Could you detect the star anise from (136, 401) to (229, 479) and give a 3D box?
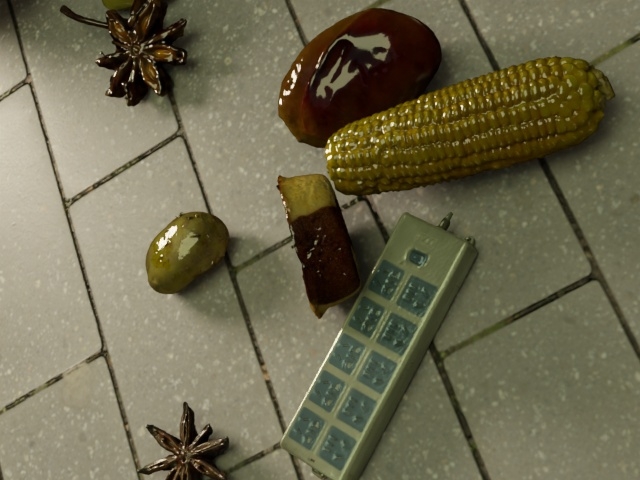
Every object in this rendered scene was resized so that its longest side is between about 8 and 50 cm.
[{"bbox_3d":[-0.174,0.285,1.633,0.141,0.042,0.141,-8,71,23],"label":"star anise"}]

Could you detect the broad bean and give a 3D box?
[{"bbox_3d":[0.050,-0.210,1.634,0.228,0.122,0.156,-35,86,21],"label":"broad bean"}]

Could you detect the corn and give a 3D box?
[{"bbox_3d":[0.177,-0.133,1.528,0.363,0.120,0.120,-17,66,19],"label":"corn"}]

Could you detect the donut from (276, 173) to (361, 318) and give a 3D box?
[{"bbox_3d":[0.000,0.000,1.572,0.073,0.166,0.184,-18,54,4],"label":"donut"}]

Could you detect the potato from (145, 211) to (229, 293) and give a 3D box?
[{"bbox_3d":[-0.187,0.016,1.715,0.138,0.070,0.092,-37,59,13],"label":"potato"}]

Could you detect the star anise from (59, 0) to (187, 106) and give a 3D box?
[{"bbox_3d":[-0.280,-0.309,1.868,0.177,0.073,0.234,-37,76,22],"label":"star anise"}]

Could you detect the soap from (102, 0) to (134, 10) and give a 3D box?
[{"bbox_3d":[-0.276,-0.398,1.919,0.140,0.045,0.089,-6,68,28],"label":"soap"}]

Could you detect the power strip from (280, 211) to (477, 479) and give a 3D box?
[{"bbox_3d":[0.075,0.127,1.550,0.106,0.043,0.367,27,87,32],"label":"power strip"}]
